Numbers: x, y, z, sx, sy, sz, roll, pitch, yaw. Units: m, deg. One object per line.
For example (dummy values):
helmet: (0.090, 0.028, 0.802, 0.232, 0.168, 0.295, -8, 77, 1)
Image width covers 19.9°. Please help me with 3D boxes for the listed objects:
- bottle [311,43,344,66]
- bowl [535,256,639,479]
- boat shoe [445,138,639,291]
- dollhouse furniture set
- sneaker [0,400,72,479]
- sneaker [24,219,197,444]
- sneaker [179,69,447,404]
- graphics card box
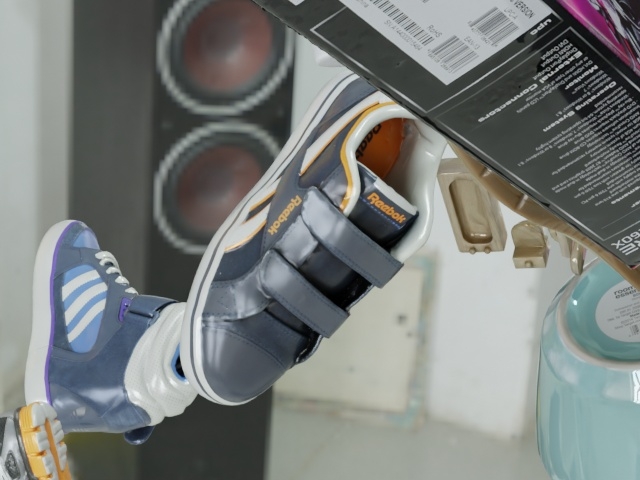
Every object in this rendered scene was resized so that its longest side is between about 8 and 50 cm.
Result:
bottle: (0.002, -0.278, 1.408, 0.092, 0.282, 0.118, -4, -9, -45)
bowl: (0.342, 0.114, 1.804, 0.312, 0.163, 0.311, -15, 40, 13)
boat shoe: (0.179, -0.067, 1.334, 0.341, 0.121, 0.110, 41, 6, -28)
dollhouse furniture set: (0.191, -0.013, 1.836, 0.151, 0.144, 0.123, -2, 44, 20)
sneaker: (-0.295, 0.270, 1.859, 0.083, 0.214, 0.084, -8, 7, 14)
sneaker: (-0.220, 0.092, 2.190, 0.236, 0.130, 0.322, -10, 45, 11)
sneaker: (0.000, 0.000, 1.536, 0.126, 0.321, 0.127, 35, -11, -38)
graphics card box: (0.065, -0.151, 0.870, 0.371, 0.094, 0.232, 29, 35, -49)
